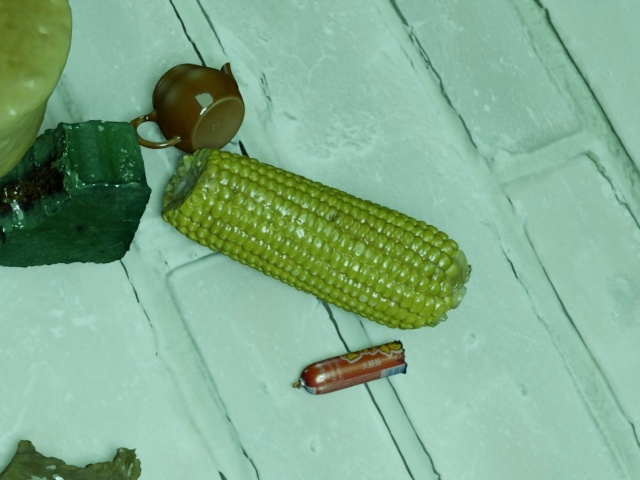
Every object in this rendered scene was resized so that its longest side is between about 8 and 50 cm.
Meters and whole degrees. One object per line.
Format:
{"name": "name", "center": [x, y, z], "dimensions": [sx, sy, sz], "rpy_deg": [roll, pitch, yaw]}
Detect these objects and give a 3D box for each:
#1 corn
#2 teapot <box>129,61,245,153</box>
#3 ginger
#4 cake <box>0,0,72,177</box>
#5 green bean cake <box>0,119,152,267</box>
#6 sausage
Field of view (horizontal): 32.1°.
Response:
{"name": "corn", "center": [0.000, 0.000, 1.341], "dimensions": [0.387, 0.144, 0.144], "rpy_deg": [22, 65, -12]}
{"name": "teapot", "center": [-0.163, -0.168, 1.370], "dimensions": [0.173, 0.116, 0.116], "rpy_deg": [-36, 85, -26]}
{"name": "ginger", "center": [-0.329, 0.269, 1.153], "dimensions": [0.290, 0.084, 0.122], "rpy_deg": [0, 77, -19]}
{"name": "cake", "center": [-0.443, -0.165, 1.146], "dimensions": [0.332, 0.321, 0.332], "rpy_deg": [12, 61, -22]}
{"name": "green bean cake", "center": [-0.296, -0.051, 1.219], "dimensions": [0.193, 0.208, 0.107], "rpy_deg": [-1, 68, -22]}
{"name": "sausage", "center": [0.033, 0.157, 1.349], "dimensions": [0.145, 0.048, 0.050], "rpy_deg": [-13, 38, -19]}
